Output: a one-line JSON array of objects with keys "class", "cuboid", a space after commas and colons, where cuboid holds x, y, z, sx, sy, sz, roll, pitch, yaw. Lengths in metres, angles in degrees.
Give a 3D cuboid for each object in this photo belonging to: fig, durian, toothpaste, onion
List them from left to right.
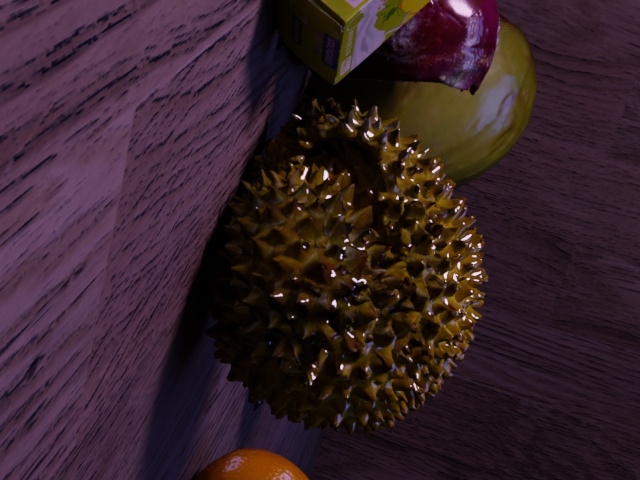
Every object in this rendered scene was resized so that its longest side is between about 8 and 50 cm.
[{"class": "durian", "cuboid": [0.024, 0.023, 1.130, 0.258, 0.258, 0.292, 93, 11, -68]}, {"class": "onion", "cuboid": [0.050, -0.204, 1.174, 0.218, 0.195, 0.139, -4, 110, -40]}, {"class": "fig", "cuboid": [0.101, -0.153, 1.395, 0.271, 0.239, 0.239, -43, 164, -18]}, {"class": "toothpaste", "cuboid": [0.097, -0.273, 1.068, 0.327, 0.077, 0.110, -43, 166, -16]}]

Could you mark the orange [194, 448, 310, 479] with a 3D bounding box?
[{"class": "orange", "cuboid": [-0.081, 0.351, 1.407, 0.240, 0.171, 0.240, 19, 90, -83]}]
